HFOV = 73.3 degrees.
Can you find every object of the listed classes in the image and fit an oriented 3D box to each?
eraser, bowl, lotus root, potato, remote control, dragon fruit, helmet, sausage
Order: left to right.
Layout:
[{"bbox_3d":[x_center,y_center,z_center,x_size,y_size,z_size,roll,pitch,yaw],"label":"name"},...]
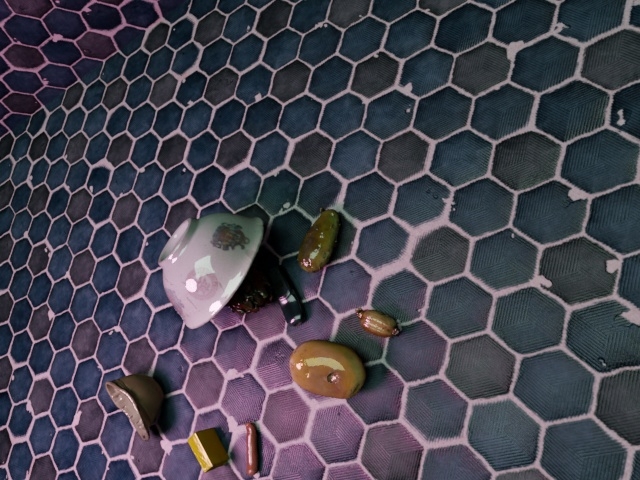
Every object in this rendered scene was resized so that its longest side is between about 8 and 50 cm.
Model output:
[{"bbox_3d":[-0.646,0.578,1.567,0.257,0.137,0.204,45,138,12],"label":"helmet"},{"bbox_3d":[-0.393,0.050,1.407,0.435,0.196,0.434,-39,29,27],"label":"bowl"},{"bbox_3d":[-0.366,0.687,1.415,0.045,0.097,0.122,-46,62,8],"label":"eraser"},{"bbox_3d":[-0.249,0.164,1.440,0.182,0.182,0.188,-34,34,16],"label":"dragon fruit"},{"bbox_3d":[-0.222,0.665,1.380,0.042,0.036,0.157,-5,73,-9],"label":"sausage"},{"bbox_3d":[-0.115,0.181,1.438,0.072,0.042,0.221,-34,64,19],"label":"remote control"},{"bbox_3d":[0.000,0.000,1.396,0.118,0.090,0.225,15,78,36],"label":"potato"},{"bbox_3d":[0.021,0.372,1.269,0.234,0.146,0.150,9,127,17],"label":"potato"},{"bbox_3d":[0.165,0.242,1.267,0.152,0.063,0.072,26,117,23],"label":"lotus root"}]
